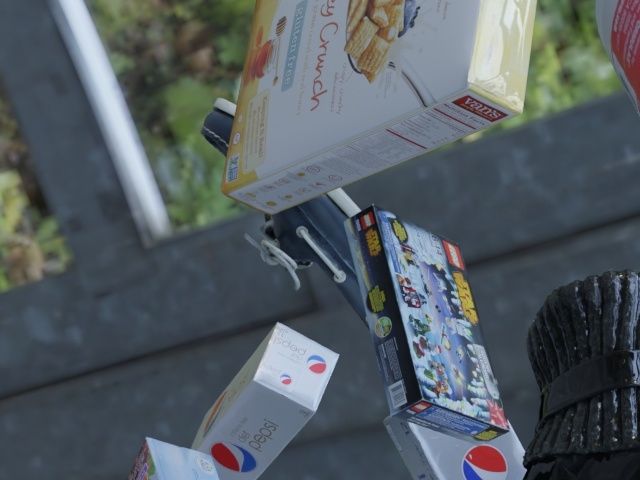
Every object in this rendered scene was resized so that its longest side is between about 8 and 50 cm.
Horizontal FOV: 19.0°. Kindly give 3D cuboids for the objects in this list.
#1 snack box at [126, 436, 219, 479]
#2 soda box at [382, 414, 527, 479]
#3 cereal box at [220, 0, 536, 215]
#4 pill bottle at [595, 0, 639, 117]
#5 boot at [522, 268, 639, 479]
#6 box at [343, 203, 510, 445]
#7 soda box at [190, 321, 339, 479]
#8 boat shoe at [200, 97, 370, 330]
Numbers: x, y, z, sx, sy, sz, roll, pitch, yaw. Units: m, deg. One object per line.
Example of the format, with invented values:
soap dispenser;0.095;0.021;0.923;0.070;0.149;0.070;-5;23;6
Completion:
snack box;-0.141;0.294;1.565;0.070;0.207;0.174;17;19;-21
soda box;0.178;0.280;1.930;0.098;0.091;0.286;-27;84;-16
cereal box;0.036;-0.126;1.150;0.047;0.240;0.173;24;63;-30
pill bottle;0.343;-0.061;1.227;0.229;0.229;0.407;40;22;-41
boot;0.214;0.207;1.771;0.131;0.348;0.260;17;49;-41
box;0.066;0.052;1.179;0.094;0.027;0.137;23;45;-48
soda box;-0.061;0.168;1.852;0.069;0.216;0.074;28;53;-6
boat shoe;0.000;0.000;1.414;0.254;0.079;0.095;43;2;-3
